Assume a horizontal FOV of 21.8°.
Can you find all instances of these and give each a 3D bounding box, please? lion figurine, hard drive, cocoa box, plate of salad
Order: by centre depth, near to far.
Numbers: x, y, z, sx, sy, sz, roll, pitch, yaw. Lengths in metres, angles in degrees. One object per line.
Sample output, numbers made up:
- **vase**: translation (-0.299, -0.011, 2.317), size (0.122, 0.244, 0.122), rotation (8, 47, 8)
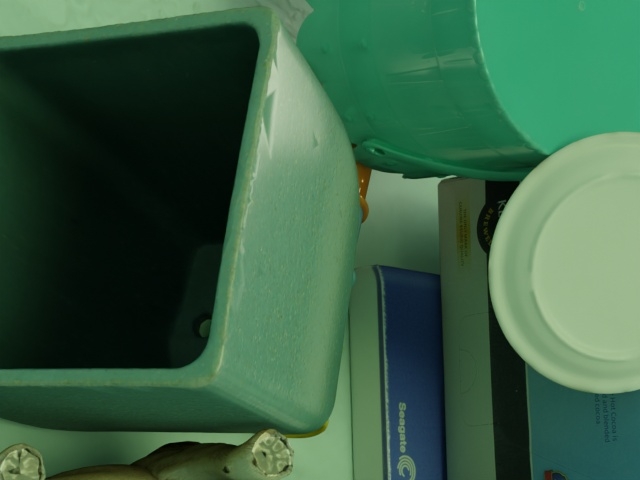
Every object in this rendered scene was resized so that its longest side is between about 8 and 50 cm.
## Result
- **lion figurine**: translation (-0.166, 0.194, 1.070), size (0.392, 0.240, 0.142), rotation (7, 75, -29)
- **plate of salad**: translation (0.220, 0.016, 1.249), size (0.200, 0.048, 0.199), rotation (-2, 100, -10)
- **cocoa box**: translation (0.259, 0.112, 1.421), size (0.231, 0.228, 0.347), rotation (10, 74, -45)
- **hard drive**: translation (0.151, 0.143, 1.500), size (0.319, 0.040, 0.210), rotation (10, 75, -45)

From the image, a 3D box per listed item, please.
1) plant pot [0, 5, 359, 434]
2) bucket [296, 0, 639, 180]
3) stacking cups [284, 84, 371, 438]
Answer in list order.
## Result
- **plant pot**: translation (-0.098, 0.018, 1.135), size (0.252, 0.248, 0.247), rotation (41, 52, -56)
- **bucket**: translation (0.139, -0.178, 1.303), size (0.281, 0.183, 0.281), rotation (-4, 96, -41)
- **stacking cups**: translation (0.000, 0.000, 1.339), size (0.096, 0.096, 0.316), rotation (39, 55, -34)
